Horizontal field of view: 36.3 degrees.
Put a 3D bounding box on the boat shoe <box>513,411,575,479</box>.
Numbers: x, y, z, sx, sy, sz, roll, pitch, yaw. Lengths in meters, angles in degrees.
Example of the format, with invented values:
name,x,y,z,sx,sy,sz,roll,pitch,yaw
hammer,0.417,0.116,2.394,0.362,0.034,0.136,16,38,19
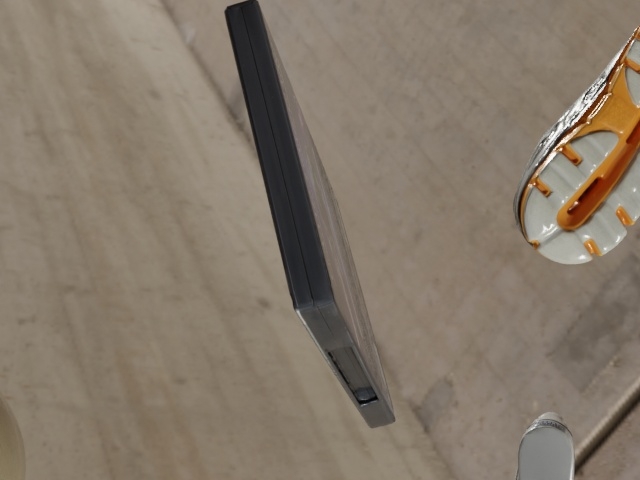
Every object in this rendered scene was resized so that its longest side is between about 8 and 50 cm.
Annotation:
name,x,y,z,sx,sy,sz,roll,pitch,yaw
boat shoe,0.295,0.361,1.313,0.096,0.088,0.267,3,-80,19

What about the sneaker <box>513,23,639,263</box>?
name,x,y,z,sx,sy,sz,roll,pitch,yaw
sneaker,0.192,-0.078,0.594,0.215,0.084,0.083,-44,-175,-1

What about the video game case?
name,x,y,z,sx,sy,sz,roll,pitch,yaw
video game case,0.000,0.000,0.645,0.026,0.274,0.196,-17,-115,5

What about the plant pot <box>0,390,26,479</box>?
name,x,y,z,sx,sy,sz,roll,pitch,yaw
plant pot,-0.347,0.187,0.768,0.284,0.191,0.284,-3,-98,22
